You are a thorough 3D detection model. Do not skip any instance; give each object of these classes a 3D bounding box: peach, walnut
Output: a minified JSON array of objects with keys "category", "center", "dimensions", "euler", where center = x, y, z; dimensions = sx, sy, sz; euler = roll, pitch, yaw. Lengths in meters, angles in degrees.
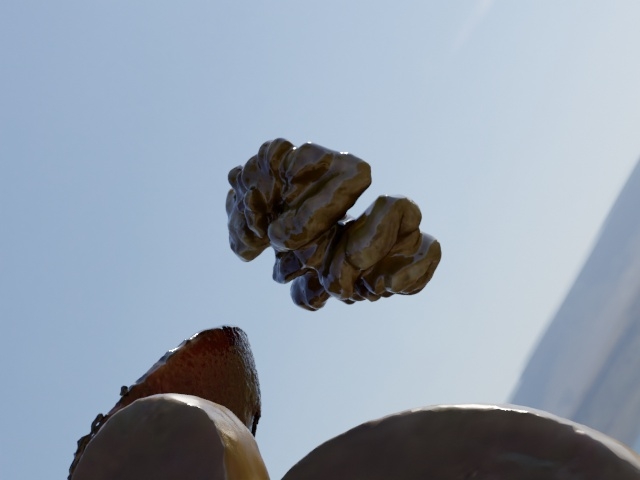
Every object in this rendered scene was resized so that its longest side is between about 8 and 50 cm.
[{"category":"peach","center":[-0.084,0.142,0.922],"dimensions":[0.189,0.068,0.279],"euler":[-65,-11,-2]},{"category":"walnut","center":[0.000,0.000,0.968],"dimensions":[0.069,0.143,0.170],"euler":[-55,10,-22]}]

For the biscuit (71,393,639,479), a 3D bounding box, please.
[{"category":"biscuit","center":[-0.016,0.174,0.492],"dimensions":[0.052,0.355,0.275],"euler":[31,-136,-52]}]
